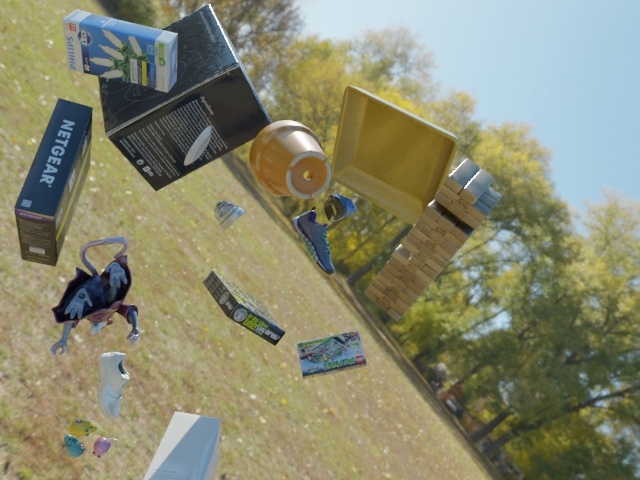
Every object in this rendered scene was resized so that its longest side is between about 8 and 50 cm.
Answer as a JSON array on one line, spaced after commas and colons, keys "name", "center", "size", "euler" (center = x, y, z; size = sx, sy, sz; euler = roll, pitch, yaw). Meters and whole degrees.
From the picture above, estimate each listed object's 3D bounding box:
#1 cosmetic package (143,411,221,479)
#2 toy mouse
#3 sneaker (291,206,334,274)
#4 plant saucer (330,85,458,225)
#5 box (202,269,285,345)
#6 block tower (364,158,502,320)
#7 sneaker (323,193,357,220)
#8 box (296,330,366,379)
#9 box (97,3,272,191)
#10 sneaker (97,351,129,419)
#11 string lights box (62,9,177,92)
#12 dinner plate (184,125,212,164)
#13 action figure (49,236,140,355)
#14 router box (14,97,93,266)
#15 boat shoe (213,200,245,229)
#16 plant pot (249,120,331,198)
[{"name": "cosmetic package", "center": [-0.400, 0.693, 1.589], "size": [0.365, 0.155, 0.196], "euler": [-78, 175, -62]}, {"name": "toy mouse", "center": [-0.576, 0.506, 1.378], "size": [0.161, 0.143, 0.031], "euler": [11, 24, 1]}, {"name": "sneaker", "center": [0.000, 0.000, 1.816], "size": [0.223, 0.098, 0.083], "euler": [57, 8, 9]}, {"name": "plant saucer", "center": [0.200, -0.234, 1.533], "size": [0.333, 0.081, 0.332], "euler": [32, -38, 18]}, {"name": "box", "center": [-0.256, 0.220, 1.853], "size": [0.216, 0.060, 0.270], "euler": [39, -2, -36]}, {"name": "block tower", "center": [0.198, 0.014, 1.033], "size": [0.091, 0.097, 0.335], "euler": [39, -47, 11]}, {"name": "sneaker", "center": [0.065, -0.096, 1.544], "size": [0.209, 0.082, 0.069], "euler": [165, -89, -82]}, {"name": "box", "center": [0.034, 0.365, 1.796], "size": [0.036, 0.207, 0.114], "euler": [87, -10, -61]}, {"name": "box", "center": [-0.481, -0.506, 1.958], "size": [0.297, 0.472, 0.479], "euler": [58, 5, -48]}, {"name": "sneaker", "center": [-0.656, 0.467, 1.805], "size": [0.080, 0.094, 0.212], "euler": [24, 60, -78]}, {"name": "string lights box", "center": [-0.497, -0.474, 1.409], "size": [0.076, 0.260, 0.133], "euler": [-80, -177, -49]}, {"name": "dinner plate", "center": [-0.358, -0.278, 1.666], "size": [0.017, 0.141, 0.141], "euler": [33, 2, -5]}, {"name": "action figure", "center": [-0.658, 0.176, 1.615], "size": [0.370, 0.248, 0.275], "euler": [134, -51, -66]}, {"name": "router box", "center": [-0.608, -0.130, 1.296], "size": [0.081, 0.308, 0.243], "euler": [14, -33, -17]}, {"name": "boat shoe", "center": [-0.292, -0.082, 1.703], "size": [0.075, 0.083, 0.226], "euler": [51, -18, -10]}, {"name": "plant pot", "center": [-0.066, -0.199, 1.497], "size": [0.205, 0.205, 0.188], "euler": [50, -2, -33]}]
